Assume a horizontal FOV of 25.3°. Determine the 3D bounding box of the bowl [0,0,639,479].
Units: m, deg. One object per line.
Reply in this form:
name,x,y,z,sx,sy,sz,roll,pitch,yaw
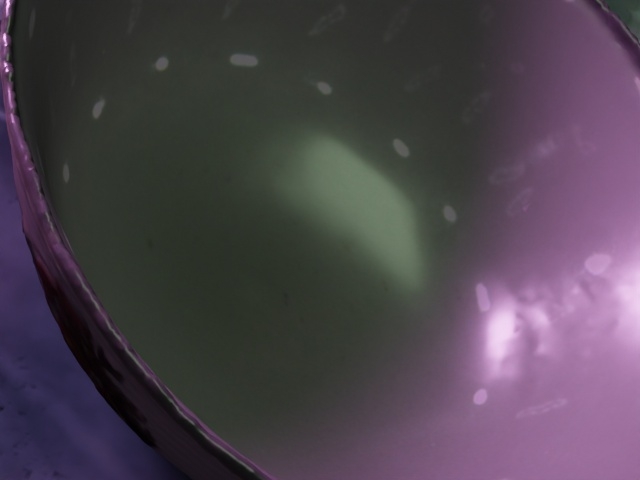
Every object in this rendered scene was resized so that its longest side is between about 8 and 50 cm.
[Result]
bowl,0.000,0.000,0.597,0.337,0.157,0.337,19,52,-26
